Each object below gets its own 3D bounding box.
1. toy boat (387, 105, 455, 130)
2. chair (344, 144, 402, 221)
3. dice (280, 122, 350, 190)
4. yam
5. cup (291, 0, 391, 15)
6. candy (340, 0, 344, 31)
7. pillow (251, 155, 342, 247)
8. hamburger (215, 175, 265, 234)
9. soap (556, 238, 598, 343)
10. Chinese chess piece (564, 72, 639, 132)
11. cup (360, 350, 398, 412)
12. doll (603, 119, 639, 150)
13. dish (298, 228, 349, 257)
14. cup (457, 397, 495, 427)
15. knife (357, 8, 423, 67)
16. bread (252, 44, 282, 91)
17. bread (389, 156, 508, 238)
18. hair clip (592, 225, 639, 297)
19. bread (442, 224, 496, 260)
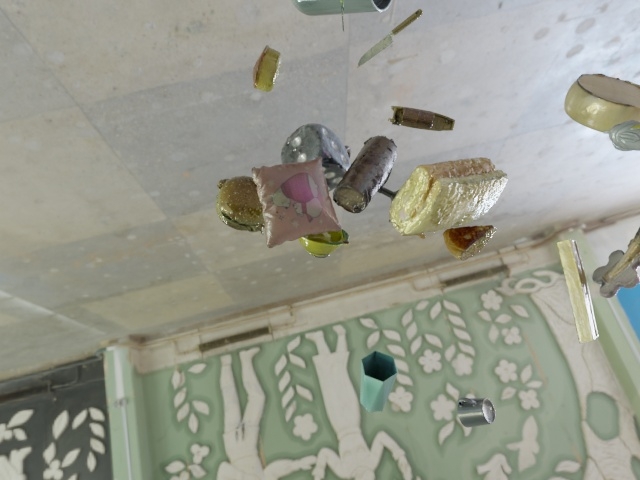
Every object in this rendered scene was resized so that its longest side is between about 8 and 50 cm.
[{"bbox_3d":[0.346,-0.412,1.577,0.225,0.068,0.088,10,-168,-1],"label":"toy boat"},{"bbox_3d":[0.177,-0.263,2.018,0.401,0.227,0.226,26,160,10],"label":"chair"},{"bbox_3d":[-0.017,-0.277,1.595,0.181,0.183,0.182,-33,146,29],"label":"dice"},{"bbox_3d":[0.143,-0.204,1.438,0.131,0.280,0.131,20,141,16],"label":"yam"},{"bbox_3d":[0.056,-0.817,1.441,0.312,0.206,0.205,12,173,30],"label":"cup"},{"bbox_3d":[0.060,-0.637,1.263,0.035,0.035,0.123,-5,115,-7],"label":"candy"},{"bbox_3d":[-0.066,-0.112,1.284,0.223,0.236,0.084,-11,175,-19],"label":"pillow"},{"bbox_3d":[-0.248,-0.129,1.518,0.215,0.189,0.122,24,143,-3],"label":"hamburger"},{"bbox_3d":[0.639,0.124,1.145,0.037,0.252,0.092,-16,168,37],"label":"soap"},{"bbox_3d":[0.904,-0.428,1.444,0.257,0.257,0.104,-9,133,-16],"label":"Chinese chess piece"},{"bbox_3d":[0.216,0.570,1.829,0.134,0.148,0.236,-48,151,-48],"label":"cup"},{"bbox_3d":[0.796,-0.251,1.150,0.094,0.180,0.079,-6,121,-29],"label":"doll"},{"bbox_3d":[0.000,0.000,1.508,0.149,0.207,0.080,-34,141,-45],"label":"dish"},{"bbox_3d":[0.432,0.475,1.297,0.077,0.078,0.100,-27,115,42],"label":"cup"},{"bbox_3d":[0.251,-0.736,1.691,0.297,0.047,0.017,-34,161,13],"label":"knife"},{"bbox_3d":[-0.182,-0.599,1.588,0.086,0.156,0.125,19,140,-9],"label":"bread"},{"bbox_3d":[0.406,-0.134,1.468,0.375,0.165,0.237,-12,141,-39],"label":"bread"},{"bbox_3d":[0.797,0.034,1.169,0.075,0.146,0.257,22,116,-7],"label":"hair clip"},{"bbox_3d":[0.419,0.013,1.328,0.154,0.136,0.054,-10,120,37],"label":"bread"}]
